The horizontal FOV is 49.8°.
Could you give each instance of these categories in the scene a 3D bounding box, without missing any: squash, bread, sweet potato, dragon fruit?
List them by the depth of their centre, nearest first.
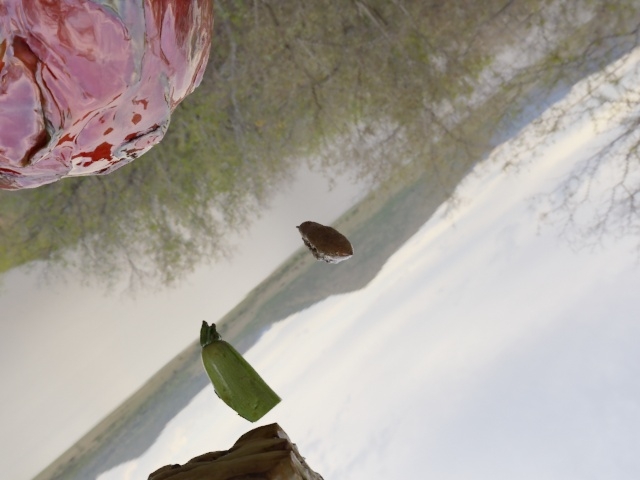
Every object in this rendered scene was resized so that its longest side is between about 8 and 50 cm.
[{"bbox_3d":[-0.177,-0.143,0.397,0.241,0.241,0.252,-39,168,32],"label":"dragon fruit"},{"bbox_3d":[-0.159,0.229,1.202,0.090,0.200,0.075,-30,164,-43],"label":"squash"},{"bbox_3d":[-0.121,0.503,1.275,0.369,0.314,0.191,-24,-164,27],"label":"bread"},{"bbox_3d":[0.000,0.000,1.290,0.206,0.059,0.068,37,-73,57],"label":"sweet potato"}]
